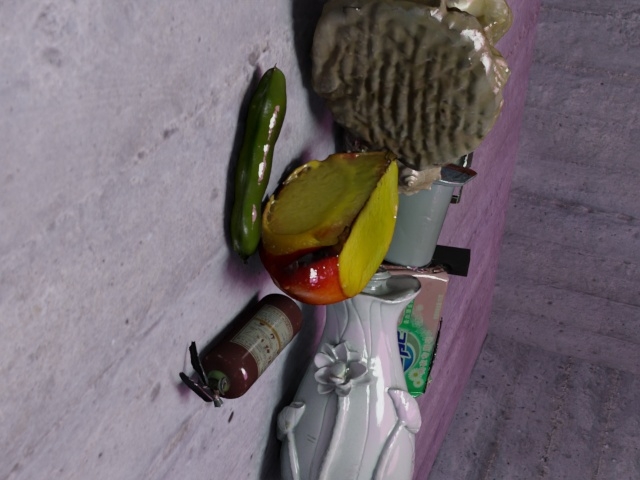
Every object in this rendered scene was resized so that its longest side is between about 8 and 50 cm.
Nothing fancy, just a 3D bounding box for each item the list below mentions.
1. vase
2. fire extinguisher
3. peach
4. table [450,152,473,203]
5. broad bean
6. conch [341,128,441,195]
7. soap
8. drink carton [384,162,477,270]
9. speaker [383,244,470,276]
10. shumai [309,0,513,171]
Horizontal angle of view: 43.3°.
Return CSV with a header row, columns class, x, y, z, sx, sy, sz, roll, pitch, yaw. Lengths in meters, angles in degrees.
class,x,y,z,sx,sy,sz,roll,pitch,yaw
vase,0.055,0.259,1.346,0.250,0.250,0.445,-24,121,-66
fire extinguisher,-0.107,0.138,1.048,0.231,0.071,0.099,-42,114,-56
peach,0.002,0.003,1.097,0.267,0.159,0.154,-61,145,-41
table,0.230,-0.175,1.625,0.062,0.146,0.175,-26,127,-66
broad bean,-0.079,-0.089,0.981,0.065,0.046,0.254,-34,137,-72
conch,0.114,-0.179,1.306,0.245,0.163,0.178,-98,-159,-48
soap,0.142,0.167,1.592,0.098,0.218,0.273,-107,-155,-70
drink carton,0.158,-0.064,1.497,0.191,0.185,0.189,-32,144,-65
speaker,0.205,0.031,1.629,0.040,0.191,0.046,79,24,-50
shumai,0.139,-0.278,1.132,0.314,0.267,0.262,65,35,-44
